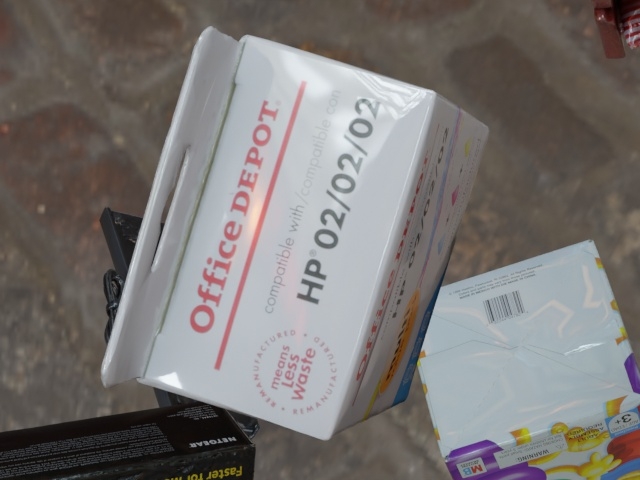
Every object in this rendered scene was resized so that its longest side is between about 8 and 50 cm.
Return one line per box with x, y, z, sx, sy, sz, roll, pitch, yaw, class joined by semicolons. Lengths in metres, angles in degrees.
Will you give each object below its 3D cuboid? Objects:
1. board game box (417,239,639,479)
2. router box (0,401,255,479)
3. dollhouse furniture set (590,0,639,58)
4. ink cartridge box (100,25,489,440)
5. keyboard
0.173;0.152;1.303;0.144;0.275;0.142;-19;50;7;board game box
-0.119;0.142;0.720;0.179;0.133;0.046;-7;26;-24;router box
0.276;-0.088;1.097;0.201;0.152;0.374;-9;69;13;dollhouse furniture set
0.000;0.000;0.545;0.062;0.181;0.104;17;93;11;ink cartridge box
-0.110;0.056;1.216;0.108;0.023;0.180;15;42;-44;keyboard
